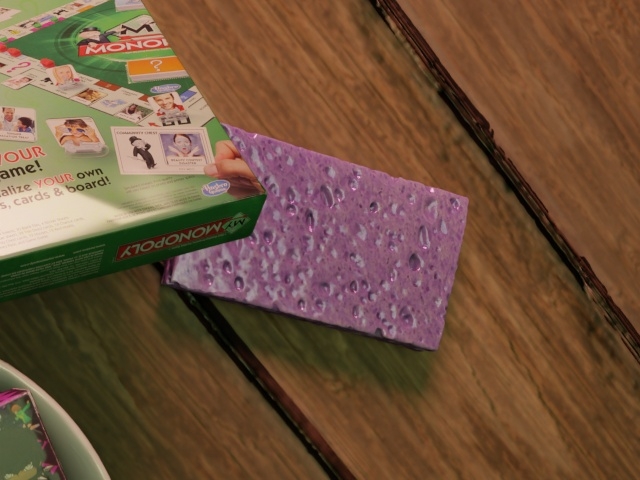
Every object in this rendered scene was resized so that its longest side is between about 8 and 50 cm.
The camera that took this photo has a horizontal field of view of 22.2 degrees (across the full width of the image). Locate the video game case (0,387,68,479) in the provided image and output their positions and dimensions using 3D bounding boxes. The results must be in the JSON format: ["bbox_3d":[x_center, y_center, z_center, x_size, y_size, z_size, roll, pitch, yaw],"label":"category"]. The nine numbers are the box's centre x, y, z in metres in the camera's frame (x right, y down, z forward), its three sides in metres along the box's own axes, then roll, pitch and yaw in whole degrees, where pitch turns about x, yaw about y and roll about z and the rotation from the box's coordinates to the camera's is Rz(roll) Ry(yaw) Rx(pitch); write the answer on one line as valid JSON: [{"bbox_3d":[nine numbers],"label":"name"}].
[{"bbox_3d":[-0.223,0.221,0.875,0.232,0.042,0.210,-26,99,-24],"label":"video game case"}]

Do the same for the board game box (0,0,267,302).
[{"bbox_3d":[-0.218,-0.058,0.959,0.317,0.046,0.213,-15,56,-30],"label":"board game box"}]

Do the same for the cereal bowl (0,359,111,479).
[{"bbox_3d":[-0.287,0.210,0.945,0.339,0.141,0.338,1,87,-24],"label":"cereal bowl"}]

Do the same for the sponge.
[{"bbox_3d":[0.000,0.000,1.145,0.210,0.031,0.117,16,81,-23],"label":"sponge"}]
